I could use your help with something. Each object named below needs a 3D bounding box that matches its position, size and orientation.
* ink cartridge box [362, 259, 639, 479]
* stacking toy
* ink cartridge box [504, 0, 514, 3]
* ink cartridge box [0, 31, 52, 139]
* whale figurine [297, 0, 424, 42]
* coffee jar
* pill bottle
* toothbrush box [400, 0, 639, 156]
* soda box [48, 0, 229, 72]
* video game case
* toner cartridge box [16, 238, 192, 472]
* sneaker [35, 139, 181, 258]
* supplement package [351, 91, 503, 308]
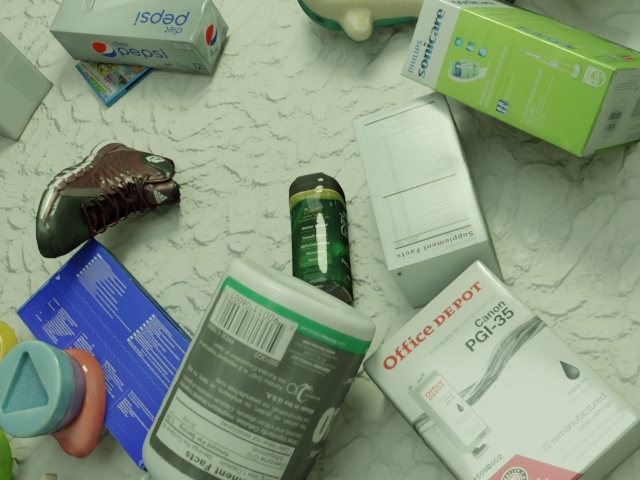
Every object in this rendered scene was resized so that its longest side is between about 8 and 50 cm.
[{"bbox_3d":[0.218,0.196,1.207,0.207,0.117,0.283,-42,59,-2],"label":"ink cartridge box"},{"bbox_3d":[-0.464,0.254,1.375,0.309,0.130,0.279,8,82,32],"label":"stacking toy"},{"bbox_3d":[0.226,-0.336,1.476,0.046,0.097,0.207,28,77,30],"label":"ink cartridge box"},{"bbox_3d":[-0.662,-0.330,1.676,0.272,0.309,0.130,20,73,27],"label":"ink cartridge box"},{"bbox_3d":[0.089,-0.392,1.555,0.272,0.141,0.216,18,71,1],"label":"whale figurine"},{"bbox_3d":[0.000,0.000,1.396,0.079,0.096,0.184,-10,63,12],"label":"coffee jar"},{"bbox_3d":[-0.094,0.222,1.228,0.204,0.204,0.361,27,93,29],"label":"pill bottle"},{"bbox_3d":[0.287,-0.229,1.324,0.283,0.206,0.122,31,117,28],"label":"toothbrush box"},{"bbox_3d":[-0.307,-0.358,1.668,0.286,0.091,0.098,10,69,24],"label":"soda box"},{"bbox_3d":[-0.336,-0.321,1.724,0.166,0.015,0.119,-40,59,-2],"label":"video game case"},{"bbox_3d":[-0.281,0.163,1.432,0.165,0.075,0.348,-44,59,-6],"label":"toner cartridge box"},{"bbox_3d":[-0.301,-0.066,1.489,0.163,0.106,0.281,8,37,13],"label":"sneaker"},{"bbox_3d":[0.144,-0.055,1.347,0.139,0.134,0.244,-18,60,11],"label":"supplement package"}]
